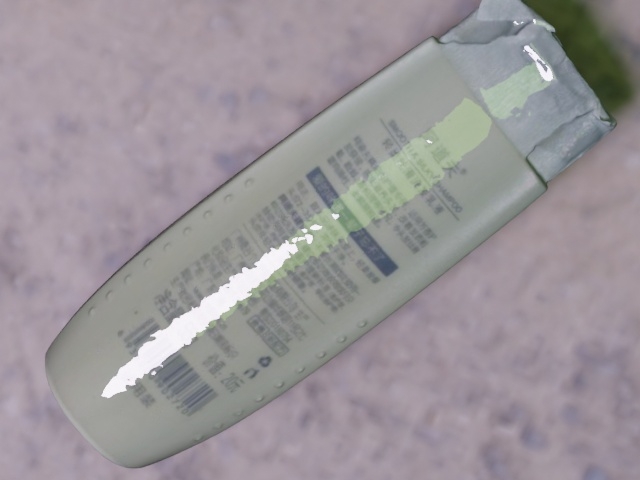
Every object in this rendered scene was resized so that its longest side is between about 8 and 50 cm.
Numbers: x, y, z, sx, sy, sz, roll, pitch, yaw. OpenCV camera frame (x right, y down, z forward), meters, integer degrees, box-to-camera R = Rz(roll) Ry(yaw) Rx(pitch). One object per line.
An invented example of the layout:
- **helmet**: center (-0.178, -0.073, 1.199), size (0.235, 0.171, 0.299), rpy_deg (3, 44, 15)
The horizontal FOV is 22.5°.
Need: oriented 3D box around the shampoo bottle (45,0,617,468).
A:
- **shampoo bottle**: center (0.000, 0.000, 0.555), size (0.212, 0.049, 0.072), rpy_deg (-35, 94, 10)
